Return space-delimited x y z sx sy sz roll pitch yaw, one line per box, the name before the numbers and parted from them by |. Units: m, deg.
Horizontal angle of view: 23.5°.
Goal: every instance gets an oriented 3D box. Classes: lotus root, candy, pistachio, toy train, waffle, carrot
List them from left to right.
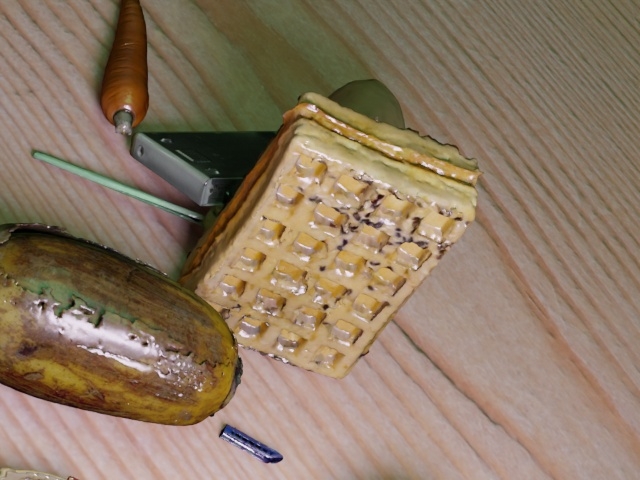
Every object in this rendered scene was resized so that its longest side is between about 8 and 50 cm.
lotus root | -0.276 0.098 1.776 0.397 0.179 0.196 22 27 -22
carrot | -0.272 -0.257 2.179 0.069 0.069 0.336 19 39 -20
candy | -0.220 -0.052 2.027 0.335 0.092 0.093 20 60 -6
toy train | -0.084 0.252 1.879 0.083 0.017 0.017 30 45 -8
waffle | 0.000 0.000 1.895 0.261 0.376 0.114 22 45 -14
pistachio | 0.055 -0.157 2.260 0.152 0.126 0.223 3 40 16

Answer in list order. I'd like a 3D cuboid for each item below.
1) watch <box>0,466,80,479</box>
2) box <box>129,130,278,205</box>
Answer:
watch | -0.275 0.326 1.640 0.268 0.102 0.165 8 48 -40
box | -0.097 -0.102 2.093 0.270 0.045 0.211 -2 25 -38
